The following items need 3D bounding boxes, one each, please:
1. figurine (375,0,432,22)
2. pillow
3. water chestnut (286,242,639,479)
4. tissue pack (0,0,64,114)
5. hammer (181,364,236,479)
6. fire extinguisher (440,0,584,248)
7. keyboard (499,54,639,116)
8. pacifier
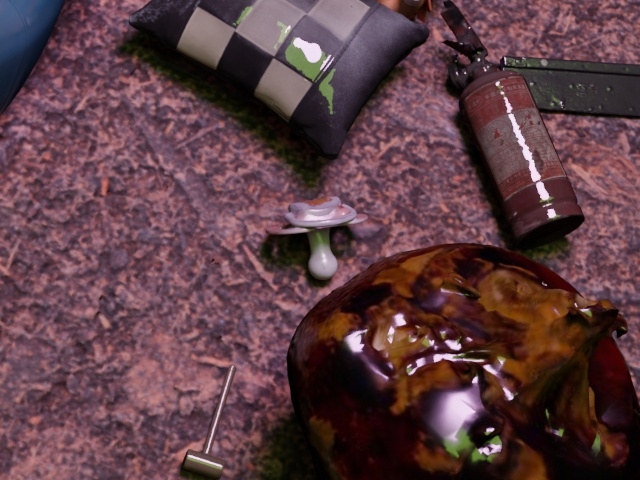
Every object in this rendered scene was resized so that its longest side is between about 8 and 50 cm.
[{"bbox_3d":[0.113,-0.309,1.695,0.111,0.102,0.195,41,67,2],"label":"figurine"},{"bbox_3d":[-0.041,-0.208,1.606,0.250,0.106,0.186,35,64,6],"label":"pillow"},{"bbox_3d":[0.138,0.142,1.380,0.335,0.347,0.335,10,56,-15],"label":"water chestnut"},{"bbox_3d":[-0.393,-0.217,1.456,0.287,0.198,0.206,36,46,-1],"label":"tissue pack"},{"bbox_3d":[-0.094,0.162,1.486,0.035,0.019,0.110,20,59,-6],"label":"hammer"},{"bbox_3d":[0.184,-0.123,1.627,0.075,0.106,0.252,-20,73,0],"label":"fire extinguisher"},{"bbox_3d":[0.281,-0.161,1.719,0.195,0.018,0.060,3,74,-13],"label":"keyboard"},{"bbox_3d":[0.000,0.000,1.552,0.099,0.081,0.078,-8,98,-17],"label":"pacifier"}]
